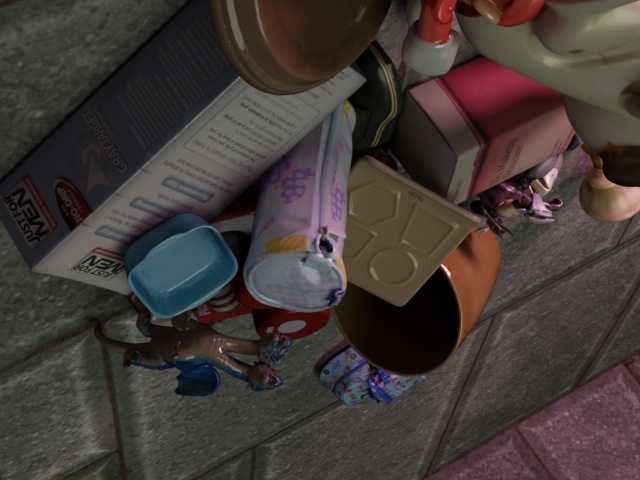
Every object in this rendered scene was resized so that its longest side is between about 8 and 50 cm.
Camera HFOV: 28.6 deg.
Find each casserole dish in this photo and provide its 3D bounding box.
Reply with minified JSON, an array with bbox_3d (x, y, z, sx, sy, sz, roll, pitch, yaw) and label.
[{"bbox_3d":[-0.158,0.025,1.398,0.114,0.037,0.188,-33,156,-4],"label":"casserole dish"}]

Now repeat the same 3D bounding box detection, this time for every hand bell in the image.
[{"bbox_3d":[0.483,-0.139,2.167,0.126,0.126,0.242,-37,145,4],"label":"hand bell"}]

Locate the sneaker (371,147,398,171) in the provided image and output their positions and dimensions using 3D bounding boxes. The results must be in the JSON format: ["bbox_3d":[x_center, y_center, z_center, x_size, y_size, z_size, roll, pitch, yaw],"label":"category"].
[{"bbox_3d":[0.062,-0.093,1.740,0.067,0.042,0.118,-47,161,32],"label":"sneaker"}]

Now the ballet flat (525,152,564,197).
[{"bbox_3d":[0.342,-0.094,2.077,0.213,0.068,0.072,-16,150,-38],"label":"ballet flat"}]

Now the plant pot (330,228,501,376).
[{"bbox_3d":[0.180,0.060,1.993,0.254,0.237,0.237,-29,159,-49],"label":"plant pot"}]

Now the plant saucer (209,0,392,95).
[{"bbox_3d":[0.000,-0.267,1.165,0.278,0.041,0.277,-32,132,-43],"label":"plant saucer"}]

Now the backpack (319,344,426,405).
[{"bbox_3d":[0.091,0.244,2.320,0.173,0.117,0.158,-31,155,-2],"label":"backpack"}]

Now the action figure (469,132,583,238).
[{"bbox_3d":[0.316,-0.115,1.890,0.099,0.185,0.285,15,121,-40],"label":"action figure"}]

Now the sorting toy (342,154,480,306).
[{"bbox_3d":[0.086,-0.013,1.722,0.193,0.038,0.208,28,128,-17],"label":"sorting toy"}]

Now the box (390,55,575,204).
[{"bbox_3d":[0.233,-0.164,1.729,0.232,0.127,0.148,-27,156,-20],"label":"box"}]

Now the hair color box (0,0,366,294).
[{"bbox_3d":[-0.150,-0.110,1.341,0.374,0.113,0.185,-41,155,12],"label":"hair color box"}]

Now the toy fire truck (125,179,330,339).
[{"bbox_3d":[-0.135,0.033,1.598,0.254,0.169,0.302,-15,155,2],"label":"toy fire truck"}]

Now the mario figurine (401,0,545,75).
[{"bbox_3d":[0.092,-0.283,1.182,0.321,0.170,0.198,14,129,-47],"label":"mario figurine"}]

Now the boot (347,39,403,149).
[{"bbox_3d":[0.023,-0.154,1.544,0.137,0.077,0.198,-23,153,-13],"label":"boot"}]

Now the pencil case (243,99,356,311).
[{"bbox_3d":[-0.020,-0.052,1.424,0.114,0.273,0.124,12,139,-10],"label":"pencil case"}]

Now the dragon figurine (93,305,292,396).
[{"bbox_3d":[-0.170,0.148,1.608,0.289,0.085,0.144,-9,148,41],"label":"dragon figurine"}]

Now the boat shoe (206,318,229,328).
[{"bbox_3d":[-0.147,0.095,1.804,0.056,0.049,0.152,-15,150,-39],"label":"boat shoe"}]

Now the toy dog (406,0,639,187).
[{"bbox_3d":[0.341,-0.230,1.460,0.395,0.284,0.408,-26,139,23],"label":"toy dog"}]
